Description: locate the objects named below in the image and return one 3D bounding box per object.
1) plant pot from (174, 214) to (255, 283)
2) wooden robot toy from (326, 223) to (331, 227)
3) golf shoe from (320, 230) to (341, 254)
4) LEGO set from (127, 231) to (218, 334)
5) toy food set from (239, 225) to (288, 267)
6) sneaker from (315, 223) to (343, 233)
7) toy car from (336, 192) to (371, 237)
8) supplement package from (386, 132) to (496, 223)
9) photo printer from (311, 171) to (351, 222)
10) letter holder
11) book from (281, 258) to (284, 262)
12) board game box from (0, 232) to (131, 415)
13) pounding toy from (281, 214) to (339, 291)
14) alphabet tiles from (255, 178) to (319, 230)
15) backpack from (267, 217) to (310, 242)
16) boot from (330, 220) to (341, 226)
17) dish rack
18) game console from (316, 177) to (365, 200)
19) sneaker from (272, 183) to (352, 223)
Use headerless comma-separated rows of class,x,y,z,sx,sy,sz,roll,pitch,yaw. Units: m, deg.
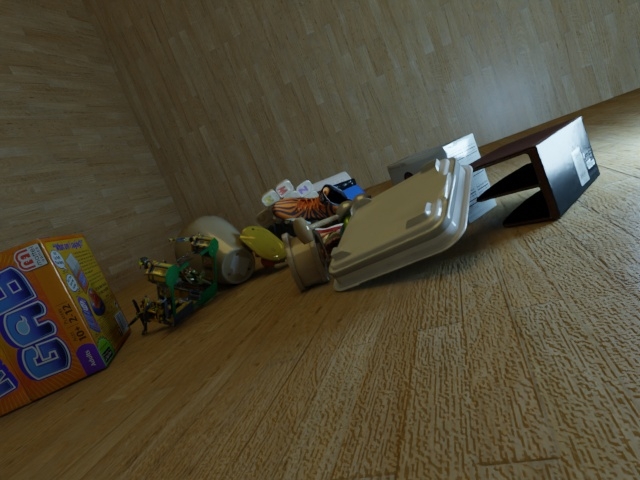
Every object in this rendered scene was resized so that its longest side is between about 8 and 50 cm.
plant pot,-0.357,0.056,1.508,0.257,0.256,0.274,-27,28,-30
wooden robot toy,0.062,-0.077,1.726,0.174,0.078,0.076,-20,9,17
golf shoe,-0.017,0.023,1.283,0.186,0.067,0.086,-19,36,-15
LEGO set,-0.467,0.112,1.275,0.192,0.254,0.331,9,30,15
toy food set,-0.190,0.041,1.431,0.128,0.218,0.071,-26,-31,-48
sneaker,0.000,0.000,1.394,0.221,0.086,0.128,-22,7,7
toy car,0.127,-0.043,1.234,0.182,0.159,0.136,-31,-22,-44
supplement package,0.323,-0.148,1.115,0.149,0.203,0.194,-28,10,-37
photo printer,0.048,-0.215,2.159,0.308,0.107,0.256,-23,48,-8
letter holder,0.466,-0.149,0.954,0.302,0.151,0.215,-29,9,-39
book,-0.204,0.029,1.545,0.035,0.144,0.096,-58,12,-4
board game box,-0.797,0.214,1.126,0.357,0.356,0.356,-24,9,-13
pounding toy,0.000,0.033,1.053,0.155,0.154,0.269,-21,-10,6
alphabet tiles,-0.122,-0.116,1.747,0.278,0.284,0.021,-34,34,1
backpack,-0.099,-0.025,1.571,0.152,0.115,0.182,-2,-7,29
boot,0.176,-0.099,1.524,0.247,0.094,0.207,-34,17,-29
dish rack,0.155,-0.048,0.892,0.333,0.072,0.285,-27,25,40
game console,0.065,-0.167,1.957,0.293,0.173,0.250,-28,11,-37
sneaker,-0.028,-0.151,1.614,0.322,0.124,0.180,0,-26,-5
